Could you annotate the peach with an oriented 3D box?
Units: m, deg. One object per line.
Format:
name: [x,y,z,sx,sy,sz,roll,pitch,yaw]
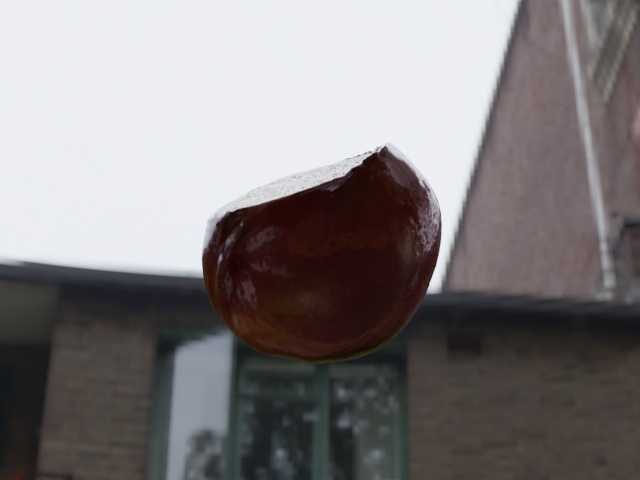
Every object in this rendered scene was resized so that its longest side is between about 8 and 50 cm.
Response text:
peach: [0.000,0.000,1.604,0.190,0.190,0.192,12,-74,-13]
